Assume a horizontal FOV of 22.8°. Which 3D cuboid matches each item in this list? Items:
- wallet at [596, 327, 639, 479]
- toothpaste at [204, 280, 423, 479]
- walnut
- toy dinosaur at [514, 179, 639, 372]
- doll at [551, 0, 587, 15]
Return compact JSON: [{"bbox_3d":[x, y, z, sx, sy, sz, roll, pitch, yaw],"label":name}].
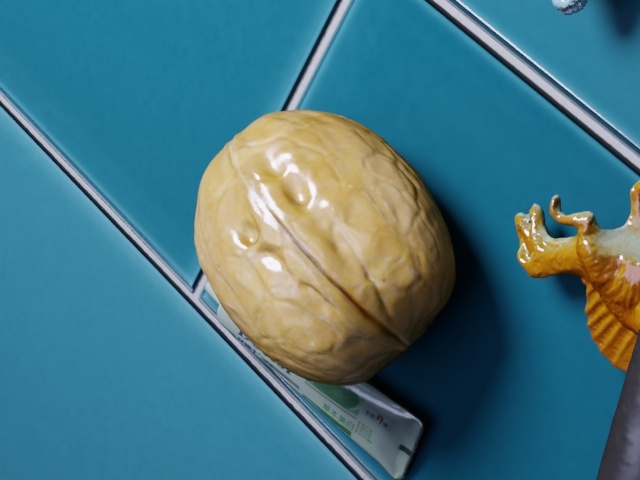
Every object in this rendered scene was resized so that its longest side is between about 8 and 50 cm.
[{"bbox_3d":[0.274,0.080,0.909,0.197,0.051,0.377,14,108,8],"label":"wallet"},{"bbox_3d":[-0.009,0.094,1.198,0.218,0.041,0.064,39,132,26],"label":"toothpaste"},{"bbox_3d":[0.000,0.000,1.099,0.165,0.165,0.197,-44,72,35],"label":"walnut"},{"bbox_3d":[0.212,0.046,0.995,0.142,0.057,0.212,-37,73,39],"label":"toy dinosaur"},{"bbox_3d":[0.141,-0.235,0.996,0.179,0.075,0.120,50,121,22],"label":"doll"}]
